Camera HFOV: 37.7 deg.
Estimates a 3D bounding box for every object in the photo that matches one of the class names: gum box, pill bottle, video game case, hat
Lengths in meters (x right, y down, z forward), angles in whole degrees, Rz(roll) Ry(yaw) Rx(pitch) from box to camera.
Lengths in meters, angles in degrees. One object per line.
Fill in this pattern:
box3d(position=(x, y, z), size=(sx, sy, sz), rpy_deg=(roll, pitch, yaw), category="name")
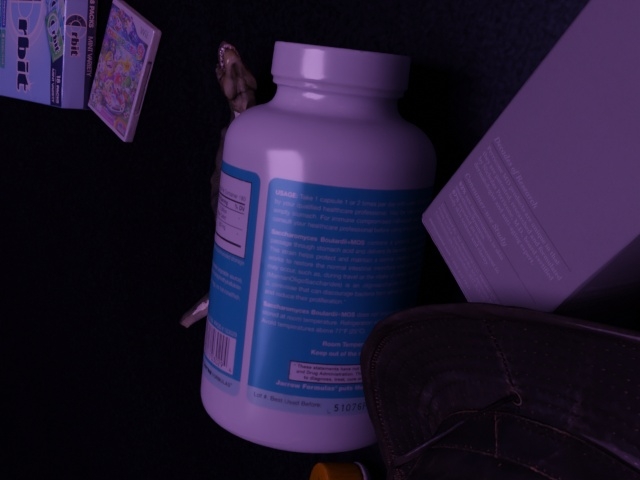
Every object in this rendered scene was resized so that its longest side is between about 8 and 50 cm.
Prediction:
box3d(position=(-0.314, -0.234, 1.053), size=(0.184, 0.041, 0.156), rpy_deg=(17, 105, 45), category="gum box")
box3d(position=(0.000, 0.000, 0.649), size=(0.146, 0.146, 0.264), rpy_deg=(20, 108, 45), category="pill bottle")
box3d(position=(-0.202, -0.174, 0.957), size=(0.087, 0.011, 0.122), rpy_deg=(42, 122, 38), category="video game case")
box3d(position=(0.109, 0.181, 0.470), size=(0.331, 0.134, 0.331), rpy_deg=(33, 144, 28), category="hat")

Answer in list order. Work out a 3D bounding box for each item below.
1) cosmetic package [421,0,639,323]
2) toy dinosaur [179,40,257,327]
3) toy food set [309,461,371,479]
box3d(position=(0.164, -0.049, 0.446), size=(0.107, 0.127, 0.238), rpy_deg=(62, 144, 25), category="cosmetic package")
box3d(position=(-0.063, -0.024, 0.785), size=(0.118, 0.064, 0.268), rpy_deg=(36, 121, 48), category="toy dinosaur")
box3d(position=(0.061, 0.267, 0.666), size=(0.111, 0.105, 0.232), rpy_deg=(128, 143, -52), category="toy food set")
